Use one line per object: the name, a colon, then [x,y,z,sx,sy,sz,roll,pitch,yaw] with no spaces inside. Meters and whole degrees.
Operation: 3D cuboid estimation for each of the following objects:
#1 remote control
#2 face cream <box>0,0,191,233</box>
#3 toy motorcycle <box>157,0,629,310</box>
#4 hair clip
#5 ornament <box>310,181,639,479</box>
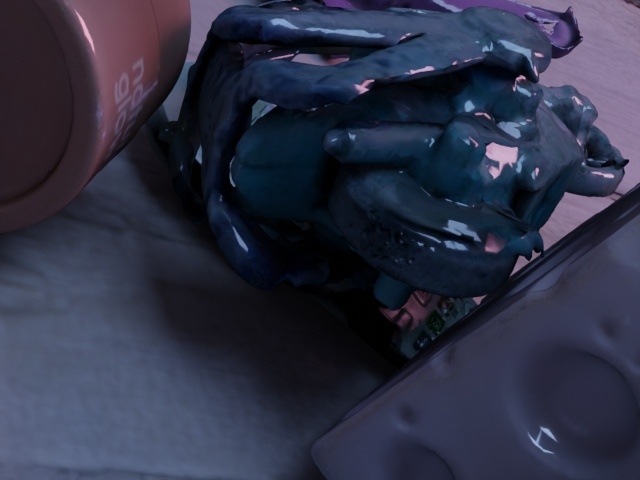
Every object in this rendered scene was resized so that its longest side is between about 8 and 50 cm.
remote control: [0.002,-0.001,0.710,0.256,0.045,0.097,43,39,-2]
face cream: [-0.143,-0.090,0.568,0.149,0.149,0.104,37,33,-5]
toy motorcycle: [0.040,-0.058,0.656,0.206,0.154,0.260,31,28,16]
hair clip: [0.047,-0.172,0.938,0.278,0.090,0.137,23,48,-13]
ornament: [0.193,0.089,0.587,0.239,0.240,0.240,54,33,4]
